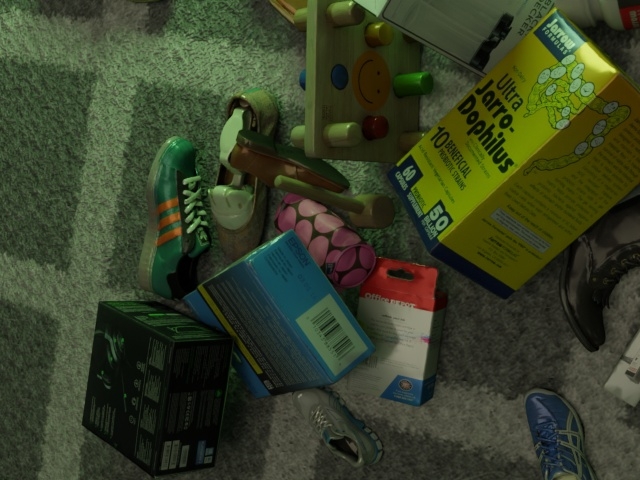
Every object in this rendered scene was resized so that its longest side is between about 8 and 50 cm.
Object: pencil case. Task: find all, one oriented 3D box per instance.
[{"bbox_3d":[0.000,0.000,1.608,0.209,0.095,0.098,45,117,48],"label":"pencil case"}]

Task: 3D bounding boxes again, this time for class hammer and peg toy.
[{"bbox_3d":[0.068,-0.197,1.514,0.127,0.266,0.361,4,93,44],"label":"hammer and peg toy"}]

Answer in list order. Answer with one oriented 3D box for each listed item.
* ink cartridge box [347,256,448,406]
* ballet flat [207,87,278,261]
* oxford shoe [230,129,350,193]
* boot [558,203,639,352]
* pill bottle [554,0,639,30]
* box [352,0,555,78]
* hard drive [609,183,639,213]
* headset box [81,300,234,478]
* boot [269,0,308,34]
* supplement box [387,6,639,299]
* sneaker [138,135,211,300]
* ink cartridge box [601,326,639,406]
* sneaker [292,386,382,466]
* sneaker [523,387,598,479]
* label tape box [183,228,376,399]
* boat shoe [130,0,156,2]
[{"bbox_3d":[0.132,0.146,1.599,0.134,0.078,0.231,11,97,23],"label":"ink cartridge box"},{"bbox_3d":[-0.150,-0.116,1.701,0.108,0.106,0.315,10,97,25],"label":"ballet flat"},{"bbox_3d":[-0.053,-0.119,1.647,0.212,0.076,0.076,21,112,-8],"label":"oxford shoe"},{"bbox_3d":[0.473,0.027,1.432,0.229,0.091,0.262,-11,86,25],"label":"boot"},{"bbox_3d":[0.483,-0.390,1.370,0.283,0.161,0.161,-7,90,25],"label":"pill bottle"},{"bbox_3d":[0.205,-0.362,1.427,0.169,0.290,0.087,-58,42,15],"label":"box"},{"bbox_3d":[0.454,-0.111,1.431,0.094,0.022,0.135,-27,49,18],"label":"hard drive"},{"bbox_3d":[-0.305,0.255,1.730,0.283,0.131,0.246,16,100,47],"label":"headset box"},{"bbox_3d":[-0.007,-0.496,1.633,0.220,0.109,0.283,-38,70,17],"label":"boot"},{"bbox_3d":[0.306,-0.121,1.408,0.356,0.195,0.194,-45,40,19],"label":"supplement box"},{"bbox_3d":[-0.248,-0.035,1.756,0.121,0.108,0.302,15,107,22],"label":"sneaker"},{"bbox_3d":[0.484,0.171,1.428,0.056,0.099,0.135,33,106,19],"label":"ink cartridge box"},{"bbox_3d":[0.020,0.320,1.657,0.191,0.083,0.071,37,108,20],"label":"sneaker"},{"bbox_3d":[0.376,0.329,1.495,0.080,0.081,0.211,-29,79,25],"label":"sneaker"},{"bbox_3d":[-0.080,0.135,1.628,0.240,0.106,0.334,55,153,-4],"label":"label tape box"},{"bbox_3d":[-0.415,-0.531,1.808,0.302,0.098,0.109,28,103,21],"label":"boat shoe"}]
